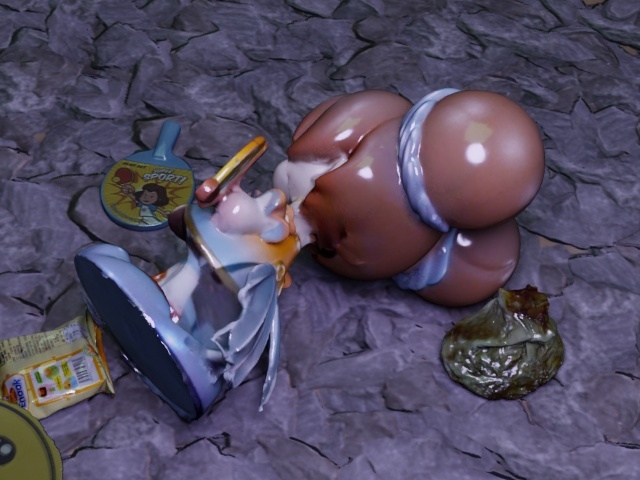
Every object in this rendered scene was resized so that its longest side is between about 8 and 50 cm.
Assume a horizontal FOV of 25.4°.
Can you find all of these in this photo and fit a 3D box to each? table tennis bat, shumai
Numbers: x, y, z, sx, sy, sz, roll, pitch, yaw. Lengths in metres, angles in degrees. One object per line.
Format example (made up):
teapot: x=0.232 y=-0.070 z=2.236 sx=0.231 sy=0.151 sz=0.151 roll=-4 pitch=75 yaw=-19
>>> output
table tennis bat: x=-0.179 y=-0.070 z=1.529 sx=0.100 sy=0.019 sz=0.155 roll=10 pitch=50 yaw=7
shumai: x=0.178 y=0.089 z=1.353 sx=0.123 sy=0.087 sz=0.099 roll=-21 pitch=53 yaw=-19

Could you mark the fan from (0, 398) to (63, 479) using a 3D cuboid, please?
fan: x=-0.370 y=0.219 z=1.246 sx=0.335 sy=0.011 sz=0.229 roll=14 pitch=53 yaw=13

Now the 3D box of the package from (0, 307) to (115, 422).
package: x=-0.257 y=0.122 z=1.339 sx=0.120 sy=0.031 sz=0.108 roll=-19 pitch=50 yaw=-11

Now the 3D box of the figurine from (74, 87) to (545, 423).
figurine: x=-0.001 y=-0.001 z=1.310 sx=0.388 sy=0.277 sz=0.248 roll=-36 pitch=70 yaw=-20
